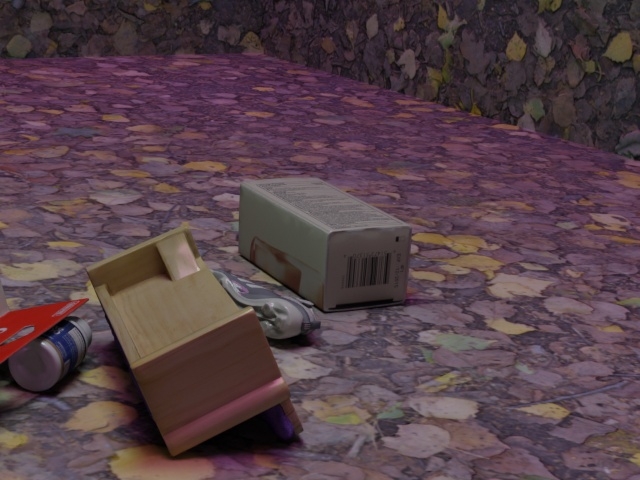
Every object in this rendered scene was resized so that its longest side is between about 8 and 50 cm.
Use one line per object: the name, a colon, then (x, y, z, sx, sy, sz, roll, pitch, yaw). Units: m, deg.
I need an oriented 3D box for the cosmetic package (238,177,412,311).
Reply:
cosmetic package: (0.000, 0.000, 2.027, 0.153, 0.129, 0.296, -5, 20, -27)

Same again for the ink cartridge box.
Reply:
ink cartridge box: (-0.440, 0.103, 1.542, 0.239, 0.060, 0.275, -11, 12, 17)

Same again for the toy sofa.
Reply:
toy sofa: (-0.160, 0.129, 1.559, 0.150, 0.177, 0.362, -24, 23, -10)

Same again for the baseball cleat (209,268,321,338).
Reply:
baseball cleat: (-0.088, 0.094, 1.816, 0.206, 0.072, 0.109, 25, 12, 40)

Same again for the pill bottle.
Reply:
pill bottle: (-0.323, 0.132, 1.580, 0.067, 0.067, 0.120, 9, 16, 12)
